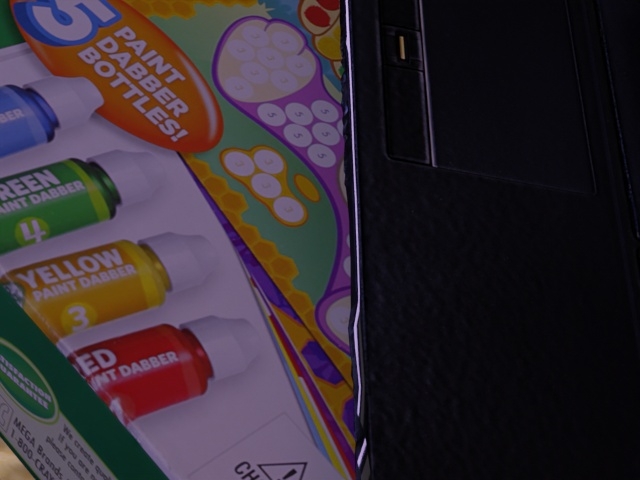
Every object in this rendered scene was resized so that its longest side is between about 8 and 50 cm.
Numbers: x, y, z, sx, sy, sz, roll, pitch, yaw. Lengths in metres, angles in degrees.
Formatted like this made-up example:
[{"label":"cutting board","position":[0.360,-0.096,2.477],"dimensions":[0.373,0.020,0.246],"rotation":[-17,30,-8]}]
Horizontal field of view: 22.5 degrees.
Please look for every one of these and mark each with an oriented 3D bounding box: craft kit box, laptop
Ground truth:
[{"label":"craft kit box","position":[0.012,-0.032,0.408],"dimensions":[0.247,0.250,0.061],"rotation":[-30,-21,-38]},{"label":"laptop","position":[0.148,-0.044,0.344],"dimensions":[0.136,0.264,0.234],"rotation":[116,159,-49]}]

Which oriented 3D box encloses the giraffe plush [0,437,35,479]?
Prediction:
[{"label":"giraffe plush","position":[-0.072,0.080,0.441],"dimensions":[0.181,0.210,0.170],"rotation":[-16,39,46]}]
